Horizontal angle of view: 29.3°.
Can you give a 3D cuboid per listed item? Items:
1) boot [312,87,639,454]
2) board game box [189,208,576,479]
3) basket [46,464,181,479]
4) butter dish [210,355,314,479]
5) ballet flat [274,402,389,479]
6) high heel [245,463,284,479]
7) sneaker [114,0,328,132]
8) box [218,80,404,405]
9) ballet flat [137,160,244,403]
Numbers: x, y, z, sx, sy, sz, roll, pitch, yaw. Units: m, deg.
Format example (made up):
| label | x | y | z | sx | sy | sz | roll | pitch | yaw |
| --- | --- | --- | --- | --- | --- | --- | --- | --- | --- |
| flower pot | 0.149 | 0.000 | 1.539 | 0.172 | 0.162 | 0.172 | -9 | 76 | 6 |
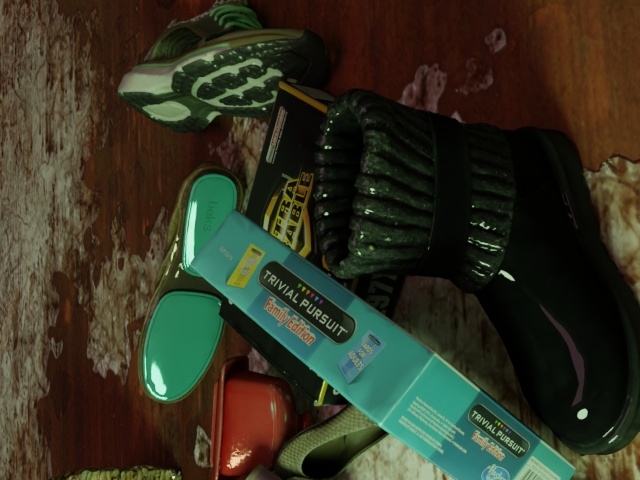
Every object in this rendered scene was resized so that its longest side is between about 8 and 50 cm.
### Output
| label | x | y | z | sx | sy | sz | roll | pitch | yaw |
| --- | --- | --- | --- | --- | --- | --- | --- | --- | --- |
| boot | 0.137 | 0.031 | 1.105 | 0.131 | 0.260 | 0.347 | -44 | 52 | 44 |
| board game box | 0.054 | 0.117 | 1.176 | 0.079 | 0.254 | 0.336 | -52 | 41 | -3 |
| basket | -0.337 | 0.485 | 1.784 | 0.223 | 0.214 | 0.299 | -19 | 71 | 52 |
| butter dish | -0.067 | 0.226 | 1.517 | 0.160 | 0.118 | 0.159 | 30 | -116 | -82 |
| ballet flat | 0.029 | 0.233 | 1.405 | 0.250 | 0.084 | 0.058 | -44 | 49 | 37 |
| high heel | -0.064 | 0.452 | 1.474 | 0.181 | 0.127 | 0.377 | 31 | 125 | 14 |
| sneaker | -0.133 | -0.267 | 1.650 | 0.410 | 0.158 | 0.182 | -2 | 68 | 50 |
| box | 0.000 | 0.000 | 1.470 | 0.257 | 0.079 | 0.321 | 36 | 116 | 49 |
| ballet flat | -0.186 | 0.053 | 1.718 | 0.124 | 0.116 | 0.342 | -141 | 60 | -73 |
